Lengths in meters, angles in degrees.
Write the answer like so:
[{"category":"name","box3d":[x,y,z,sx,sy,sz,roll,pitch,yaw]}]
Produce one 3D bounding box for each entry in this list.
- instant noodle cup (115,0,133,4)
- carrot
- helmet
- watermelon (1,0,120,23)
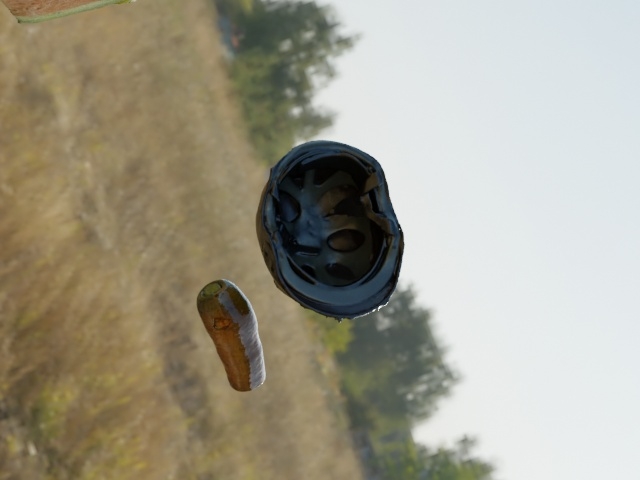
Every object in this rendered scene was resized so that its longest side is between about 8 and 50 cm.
[{"category":"instant noodle cup","box3d":[-0.322,-0.484,2.030,0.236,0.215,0.215,93,-21,-58]},{"category":"carrot","box3d":[-0.137,0.152,2.177,0.087,0.087,0.193,-113,180,-60]},{"category":"helmet","box3d":[0.000,0.000,2.182,0.177,0.225,0.305,140,-52,-66]},{"category":"watermelon","box3d":[-0.326,-0.371,1.737,0.283,0.292,0.250,16,-38,28]}]
